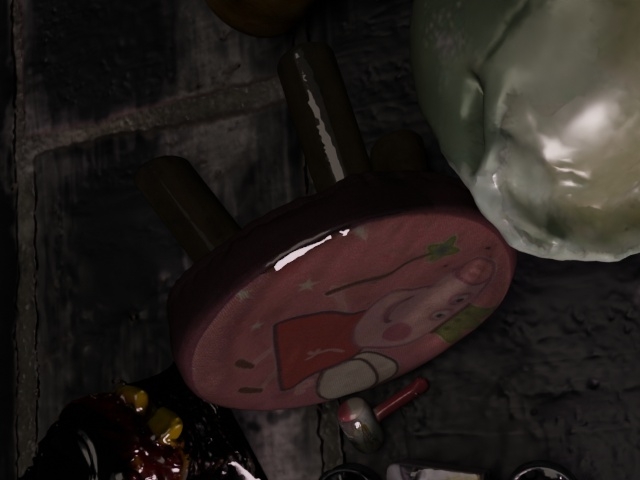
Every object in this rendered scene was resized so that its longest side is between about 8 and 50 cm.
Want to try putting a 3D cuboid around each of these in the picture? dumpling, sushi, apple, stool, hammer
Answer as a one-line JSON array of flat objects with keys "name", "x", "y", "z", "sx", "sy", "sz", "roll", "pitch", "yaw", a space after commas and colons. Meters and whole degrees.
[{"name": "dumpling", "x": 0.188, "y": -0.156, "z": 0.706, "sx": 0.270, "sy": 0.212, "sz": 0.321, "roll": 25, "pitch": 102, "yaw": 19}, {"name": "sushi", "x": -0.174, "y": 0.202, "z": 0.876, "sx": 0.172, "sy": 0.150, "sz": 0.153, "roll": -36, "pitch": 70, "yaw": 14}, {"name": "apple", "x": -0.046, "y": -0.246, "z": 0.919, "sx": 0.102, "sy": 0.126, "sz": 0.126, "roll": 43, "pitch": 100, "yaw": -11}, {"name": "stool", "x": 0.000, "y": 0.000, "z": 0.790, "sx": 0.272, "sy": 0.272, "sz": 0.178, "roll": -32, "pitch": 58, "yaw": 15}, {"name": "hammer", "x": 0.056, "y": 0.142, "z": 0.853, "sx": 0.083, "sy": 0.052, "sz": 0.031, "roll": -33, "pitch": 32, "yaw": -4}]

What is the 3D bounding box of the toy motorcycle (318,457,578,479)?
[{"name": "toy motorcycle", "x": 0.100, "y": 0.251, "z": 0.796, "sx": 0.225, "sy": 0.073, "sz": 0.152, "roll": -6, "pitch": 82, "yaw": 21}]
